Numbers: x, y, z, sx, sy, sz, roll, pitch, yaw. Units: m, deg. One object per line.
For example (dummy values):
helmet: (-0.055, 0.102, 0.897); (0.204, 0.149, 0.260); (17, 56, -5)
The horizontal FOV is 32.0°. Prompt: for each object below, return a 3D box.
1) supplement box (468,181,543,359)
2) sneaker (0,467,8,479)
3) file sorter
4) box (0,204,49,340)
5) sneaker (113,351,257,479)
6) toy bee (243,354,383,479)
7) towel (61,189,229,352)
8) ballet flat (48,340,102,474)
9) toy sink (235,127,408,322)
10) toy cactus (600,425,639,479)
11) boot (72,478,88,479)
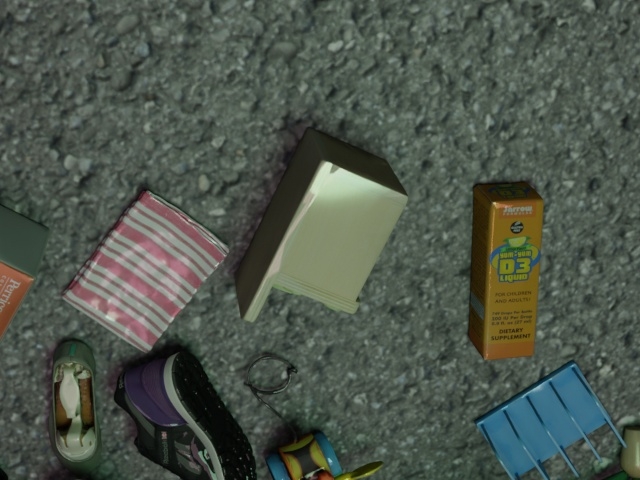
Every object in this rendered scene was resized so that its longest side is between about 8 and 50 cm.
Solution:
supplement box: (0.251, 0.042, 1.518); (0.078, 0.080, 0.233); (-4, 109, -8)
sneaker: (-0.487, 0.381, 1.555); (0.132, 0.086, 0.228); (-21, 111, -1)
file sorter: (0.334, 0.282, 1.607); (0.170, 0.104, 0.118); (-33, 111, 7)
box: (-0.541, 0.024, 1.363); (0.345, 0.168, 0.215); (27, 105, -16)
sneaker: (-0.187, 0.282, 1.561); (0.124, 0.107, 0.283); (-15, 113, 21)
toy bee: (-0.025, 0.334, 1.544); (0.195, 0.162, 0.298); (-42, 116, 1)
towel: (-0.233, 0.045, 1.485); (0.144, 0.029, 0.197); (36, 103, -17)
ballet flat: (-0.340, 0.242, 1.527); (0.072, 0.068, 0.213); (-1, 111, -7)
toy sink: (0.000, 0.000, 1.431); (0.131, 0.153, 0.234); (23, 106, -15)
toy cactus: (0.475, 0.369, 1.675); (0.219, 0.112, 0.180); (-1, 92, -4)
boot: (-0.336, 0.458, 1.548); (0.244, 0.088, 0.176); (-60, 150, -8)
